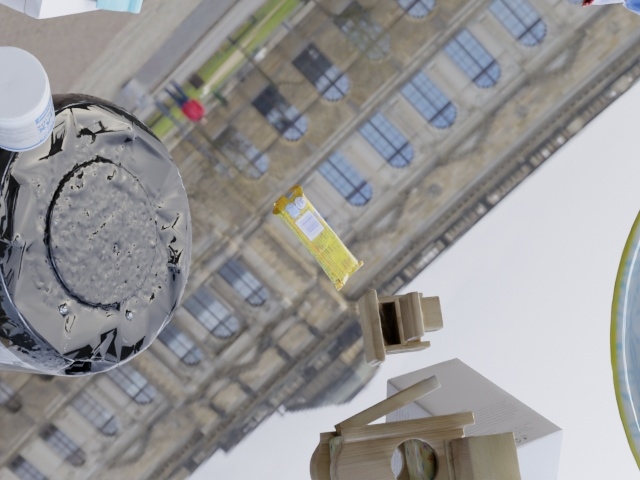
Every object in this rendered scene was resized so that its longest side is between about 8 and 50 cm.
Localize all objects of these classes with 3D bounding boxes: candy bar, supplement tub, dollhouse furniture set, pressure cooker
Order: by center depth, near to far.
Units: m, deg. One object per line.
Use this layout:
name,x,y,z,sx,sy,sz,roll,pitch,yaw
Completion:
dollhouse furniture set,0.047,0.102,0.631,0.101,0.161,0.182,-5,167,-10
supplement tub,-0.283,-0.128,0.844,0.071,0.071,0.107,-48,-176,-15
candy bar,0.000,0.000,0.921,0.040,0.161,0.018,-44,-132,-4
pressure cooker,-0.439,-0.006,1.247,0.420,0.370,0.375,-3,-178,33

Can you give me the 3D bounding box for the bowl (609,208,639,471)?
bowl,0.289,0.062,0.456,0.289,0.289,0.156,-45,161,0

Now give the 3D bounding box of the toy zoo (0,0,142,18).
toy zoo,-0.295,-0.267,0.826,0.192,0.293,0.030,-62,175,-64

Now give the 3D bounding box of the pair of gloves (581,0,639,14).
pair of gloves,0.356,-0.264,0.884,0.198,0.159,0.023,121,-34,-72

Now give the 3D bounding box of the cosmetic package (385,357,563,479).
cosmetic package,0.204,0.322,1.283,0.138,0.224,0.224,-13,-153,-30
